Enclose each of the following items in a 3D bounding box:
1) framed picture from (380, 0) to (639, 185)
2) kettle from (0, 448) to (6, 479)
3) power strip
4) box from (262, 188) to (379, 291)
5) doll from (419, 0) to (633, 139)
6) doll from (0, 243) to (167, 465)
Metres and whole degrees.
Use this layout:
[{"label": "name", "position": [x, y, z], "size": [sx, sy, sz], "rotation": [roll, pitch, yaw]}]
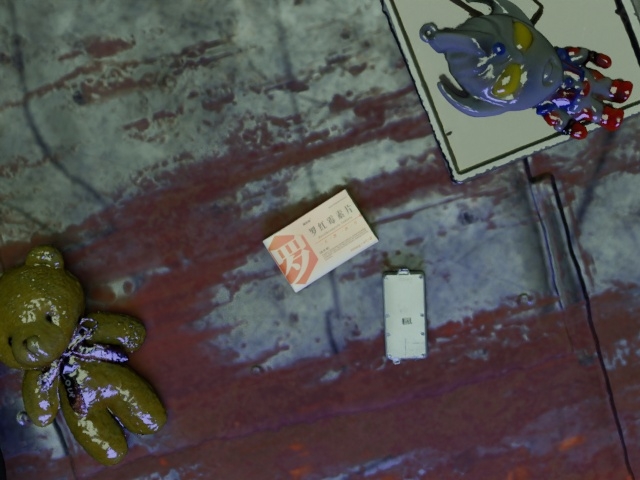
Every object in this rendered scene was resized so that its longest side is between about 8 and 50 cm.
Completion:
[{"label": "framed picture", "position": [0.164, -0.220, 1.364], "size": [0.213, 0.016, 0.289], "rotation": [-22, 96, 8]}, {"label": "kettle", "position": [-0.422, 0.188, 1.318], "size": [0.207, 0.271, 0.251], "rotation": [-16, 109, 26]}, {"label": "power strip", "position": [0.078, 0.069, 1.413], "size": [0.040, 0.016, 0.090], "rotation": [-2, 98, 5]}, {"label": "box", "position": [0.000, 0.000, 1.410], "size": [0.093, 0.015, 0.058], "rotation": [-32, 97, 7]}, {"label": "doll", "position": [0.176, -0.148, 1.335], "size": [0.194, 0.062, 0.104], "rotation": [21, 101, -5]}, {"label": "doll", "position": [-0.229, 0.113, 1.406], "size": [0.137, 0.097, 0.209], "rotation": [-41, 99, 5]}]
